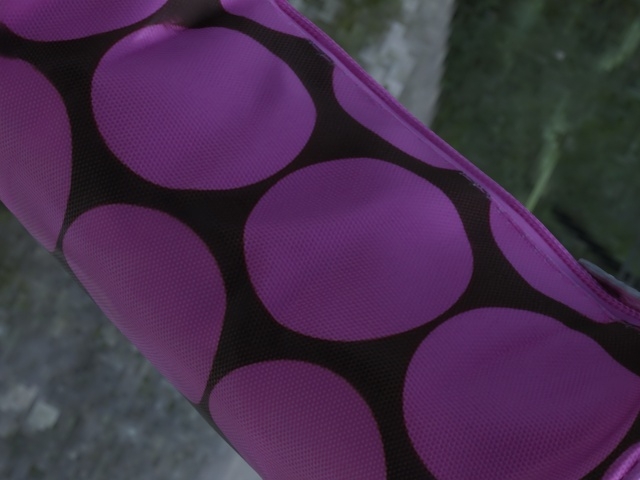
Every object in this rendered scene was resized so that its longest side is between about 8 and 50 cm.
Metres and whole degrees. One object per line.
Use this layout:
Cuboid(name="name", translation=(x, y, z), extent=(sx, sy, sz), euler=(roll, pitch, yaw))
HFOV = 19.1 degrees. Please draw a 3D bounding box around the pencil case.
Cuboid(name="pencil case", translation=(0.000, 0.000, 0.454), extent=(0.098, 0.209, 0.095), euler=(-49, 162, 5))
